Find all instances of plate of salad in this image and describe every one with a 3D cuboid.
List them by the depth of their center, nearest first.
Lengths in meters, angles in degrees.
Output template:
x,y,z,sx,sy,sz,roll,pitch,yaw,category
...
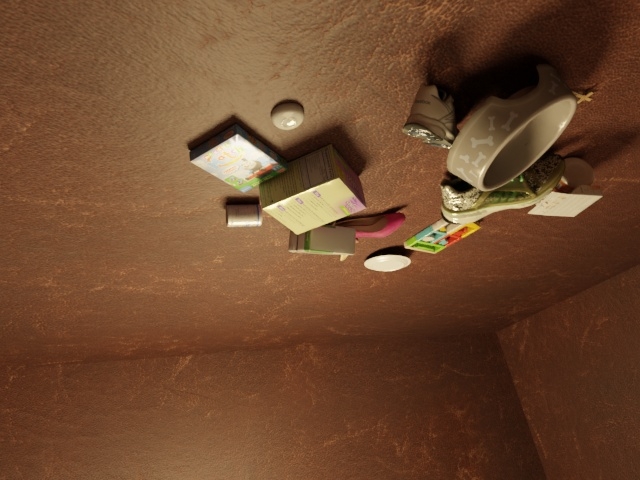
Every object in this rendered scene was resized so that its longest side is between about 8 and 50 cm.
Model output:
x,y,z,sx,sy,sz,roll,pitch,yaw,category
0.289,0.089,2.073,0.200,0.048,0.199,0,158,0,plate of salad

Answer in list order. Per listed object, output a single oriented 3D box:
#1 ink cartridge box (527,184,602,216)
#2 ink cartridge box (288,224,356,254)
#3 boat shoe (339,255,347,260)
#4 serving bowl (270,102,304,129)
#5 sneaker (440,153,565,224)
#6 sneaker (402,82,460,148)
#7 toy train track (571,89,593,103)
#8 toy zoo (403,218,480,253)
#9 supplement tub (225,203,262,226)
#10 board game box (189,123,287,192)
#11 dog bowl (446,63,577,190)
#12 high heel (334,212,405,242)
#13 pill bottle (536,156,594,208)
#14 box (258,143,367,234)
x,y,z,sx,sy,sz,roll,pitch,yaw,category
0.794,-0.131,1.569,0.180,0.045,0.145,5,154,-10,ink cartridge box
0.000,0.000,1.623,0.161,0.092,0.219,6,177,-22,ink cartridge box
0.105,0.030,1.861,0.059,0.062,0.170,-2,153,-5,boat shoe
-0.078,-0.296,1.166,0.084,0.027,0.083,-9,153,-4,serving bowl
0.568,-0.192,1.528,0.411,0.157,0.182,-23,135,13,sneaker
0.305,-0.303,1.203,0.111,0.129,0.297,16,-172,26,sneaker
0.699,-0.394,1.292,0.084,0.014,0.048,9,156,-24,toy train track
0.505,-0.032,1.929,0.193,0.030,0.293,10,147,-37,toy zoo
-0.239,-0.078,1.498,0.107,0.070,0.071,-3,153,-17,supplement tub
-0.213,-0.211,1.273,0.160,0.039,0.212,-23,151,25,board game box
0.492,-0.268,1.218,0.349,0.102,0.348,-30,156,-15,dog bowl
0.174,-0.064,1.702,0.244,0.082,0.117,-16,144,20,high heel
0.834,-0.180,1.656,0.121,0.121,0.216,-8,155,-5,pill bottle
-0.022,-0.141,1.403,0.243,0.117,0.214,-20,153,19,box
